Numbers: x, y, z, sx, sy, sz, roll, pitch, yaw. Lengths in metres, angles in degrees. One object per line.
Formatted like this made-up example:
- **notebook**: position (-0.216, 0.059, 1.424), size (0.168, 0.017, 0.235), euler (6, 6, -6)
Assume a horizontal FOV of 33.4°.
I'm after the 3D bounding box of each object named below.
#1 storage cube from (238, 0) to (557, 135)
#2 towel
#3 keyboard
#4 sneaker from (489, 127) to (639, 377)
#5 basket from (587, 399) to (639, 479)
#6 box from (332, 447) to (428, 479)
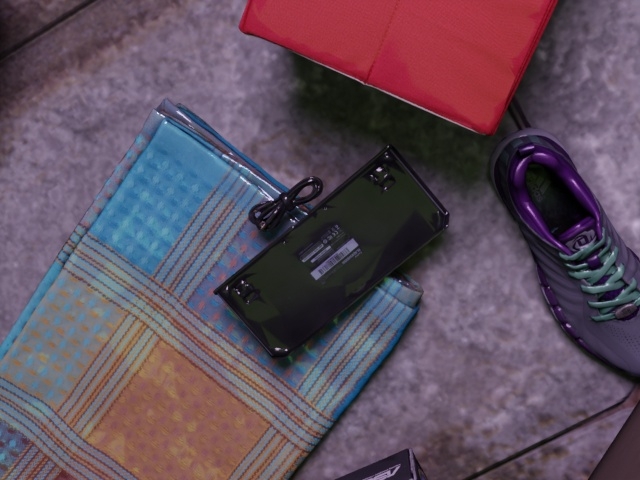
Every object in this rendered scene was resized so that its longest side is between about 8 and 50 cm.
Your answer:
- **storage cube**: position (0.073, -0.204, 0.731), size (0.183, 0.215, 0.193), euler (23, 107, 1)
- **towel**: position (-0.123, 0.109, 0.891), size (0.271, 0.040, 0.370), euler (36, 102, 0)
- **keyboard**: position (0.000, 0.000, 0.826), size (0.180, 0.023, 0.108), euler (-40, 99, 7)
- **sneaker**: position (0.199, 0.020, 0.809), size (0.083, 0.098, 0.224), euler (-35, 94, 11)
- **basket**: position (0.280, 0.220, 0.813), size (0.204, 0.154, 0.227), euler (34, 106, -9)
- **box**: position (0.001, 0.322, 0.886), size (0.270, 0.060, 0.216), euler (-24, 105, 8)
